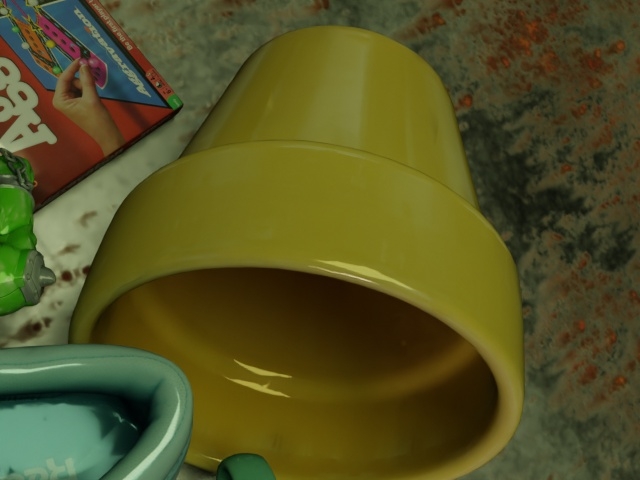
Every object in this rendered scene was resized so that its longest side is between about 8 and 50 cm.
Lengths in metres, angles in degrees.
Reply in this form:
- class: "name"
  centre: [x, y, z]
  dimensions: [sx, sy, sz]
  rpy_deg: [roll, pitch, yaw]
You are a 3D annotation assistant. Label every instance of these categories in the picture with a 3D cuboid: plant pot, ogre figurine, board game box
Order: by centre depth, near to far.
- class: "ogre figurine"
  centre: [-0.233, 0.026, 0.483]
  dimensions: [0.197, 0.096, 0.118]
  rpy_deg: [-20, 44, -39]
- class: "plant pot"
  centre: [0.000, 0.000, 0.549]
  dimensions: [0.254, 0.254, 0.239]
  rpy_deg: [26, 48, -17]
- class: "board game box"
  centre: [-0.239, -0.163, 0.595]
  dimensions: [0.145, 0.027, 0.281]
  rpy_deg: [-42, 95, -29]

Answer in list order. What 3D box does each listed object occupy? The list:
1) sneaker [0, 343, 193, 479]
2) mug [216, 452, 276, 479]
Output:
- class: "sneaker"
  centre: [-0.214, 0.106, 0.328]
  dimensions: [0.366, 0.150, 0.135]
  rpy_deg: [-16, 65, -40]
- class: "mug"
  centre: [-0.042, 0.223, 0.500]
  dimensions: [0.129, 0.097, 0.157]
  rpy_deg: [-38, 107, -18]
